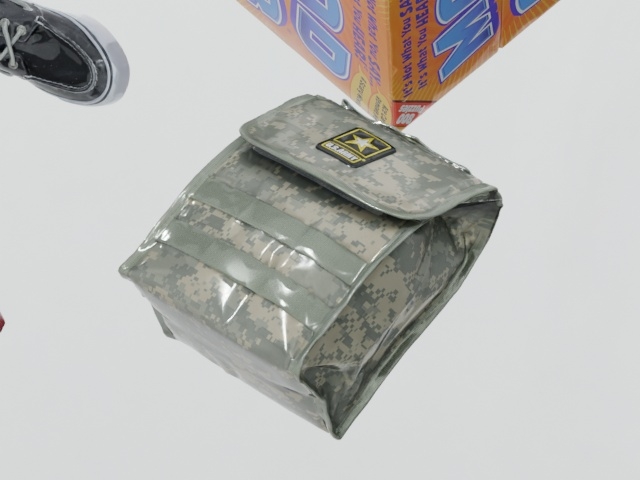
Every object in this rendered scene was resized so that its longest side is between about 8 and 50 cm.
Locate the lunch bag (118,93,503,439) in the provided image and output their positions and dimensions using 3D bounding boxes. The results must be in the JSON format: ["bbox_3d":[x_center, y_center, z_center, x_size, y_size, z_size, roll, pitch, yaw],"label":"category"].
[{"bbox_3d":[0.000,0.000,1.790,0.287,0.235,0.169,-51,-33,-16],"label":"lunch bag"}]

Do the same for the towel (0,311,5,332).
[{"bbox_3d":[-0.500,-0.035,2.133,0.037,0.329,0.237,-45,45,8],"label":"towel"}]

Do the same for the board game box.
[{"bbox_3d":[0.086,-0.422,2.191,0.356,0.356,0.356,-39,-25,-17],"label":"board game box"}]

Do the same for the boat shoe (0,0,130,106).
[{"bbox_3d":[-0.360,-0.241,2.239,0.102,0.301,0.108,-20,-42,-56],"label":"boat shoe"}]
